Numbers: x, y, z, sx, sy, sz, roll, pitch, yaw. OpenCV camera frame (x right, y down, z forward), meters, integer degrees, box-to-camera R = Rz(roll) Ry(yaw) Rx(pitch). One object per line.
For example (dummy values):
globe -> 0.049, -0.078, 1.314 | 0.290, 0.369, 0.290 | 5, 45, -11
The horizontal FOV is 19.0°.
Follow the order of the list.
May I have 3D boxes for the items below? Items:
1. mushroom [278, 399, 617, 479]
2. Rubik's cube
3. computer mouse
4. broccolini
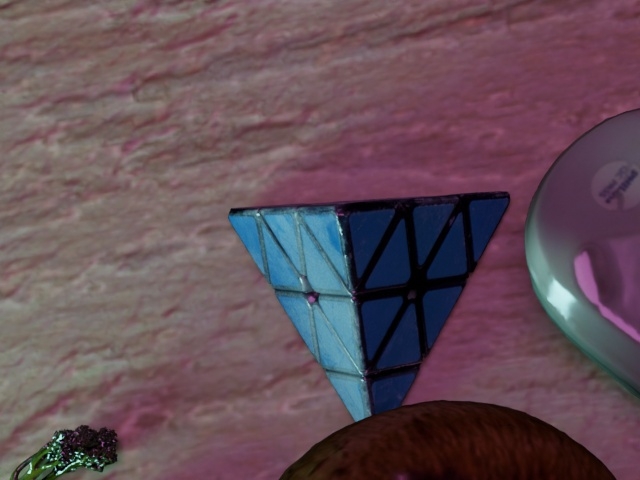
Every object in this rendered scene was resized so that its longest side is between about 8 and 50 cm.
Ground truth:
mushroom -> 0.111, 0.285, 1.160 | 0.334, 0.356, 0.331 | 11, 99, -29
Rubik's cube -> 0.000, 0.000, 1.335 | 0.190, 0.178, 0.211 | 21, 76, 16
computer mouse -> 0.294, 0.045, 1.326 | 0.331, 0.095, 0.197 | 40, 83, 8
broccolini -> -0.220, 0.206, 1.378 | 0.052, 0.054, 0.194 | 35, 89, 40
